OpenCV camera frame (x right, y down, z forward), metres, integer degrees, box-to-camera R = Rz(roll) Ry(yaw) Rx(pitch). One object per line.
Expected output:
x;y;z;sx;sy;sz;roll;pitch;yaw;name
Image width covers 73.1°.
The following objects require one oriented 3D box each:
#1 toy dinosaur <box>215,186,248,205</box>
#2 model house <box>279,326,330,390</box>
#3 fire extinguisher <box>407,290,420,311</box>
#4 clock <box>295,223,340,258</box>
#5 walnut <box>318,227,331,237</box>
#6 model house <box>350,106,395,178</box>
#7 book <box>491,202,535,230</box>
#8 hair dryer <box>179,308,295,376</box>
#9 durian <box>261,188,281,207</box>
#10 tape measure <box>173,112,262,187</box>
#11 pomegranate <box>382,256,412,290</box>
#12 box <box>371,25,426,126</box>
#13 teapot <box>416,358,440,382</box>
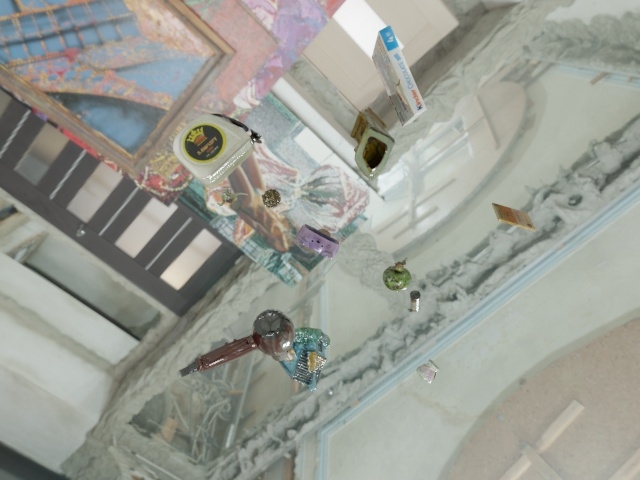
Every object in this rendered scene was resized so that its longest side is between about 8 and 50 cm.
-0.276;-0.135;1.280;0.037;0.058;0.180;-50;-156;-21;toy dinosaur
-0.071;0.577;2.069;0.225;0.261;0.241;-23;-127;19;model house
0.444;0.297;2.043;0.062;0.177;0.050;-10;-126;4;fire extinguisher
-0.007;0.002;1.442;0.050;0.152;0.110;-62;-178;11;clock
0.000;0.000;1.612;0.079;0.082;0.096;97;20;-45;walnut
0.198;-0.443;1.897;0.268;0.173;0.239;114;-34;-43;model house
0.813;-0.100;1.820;0.118;0.172;0.012;-86;-166;-49;book
-0.236;0.332;1.264;0.340;0.123;0.313;-20;152;-17;hair dryer
-0.195;-0.167;1.729;0.080;0.080;0.091;-51;162;-6;durian
-0.378;-0.346;1.542;0.271;0.231;0.133;-44;168;-6;tape measure
0.319;0.138;1.776;0.122;0.122;0.162;-85;-176;-63;pomegranate
0.250;-0.521;1.410;0.048;0.274;0.265;-24;-173;6;box
0.373;0.446;1.473;0.064;0.083;0.064;-48;-151;8;teapot
